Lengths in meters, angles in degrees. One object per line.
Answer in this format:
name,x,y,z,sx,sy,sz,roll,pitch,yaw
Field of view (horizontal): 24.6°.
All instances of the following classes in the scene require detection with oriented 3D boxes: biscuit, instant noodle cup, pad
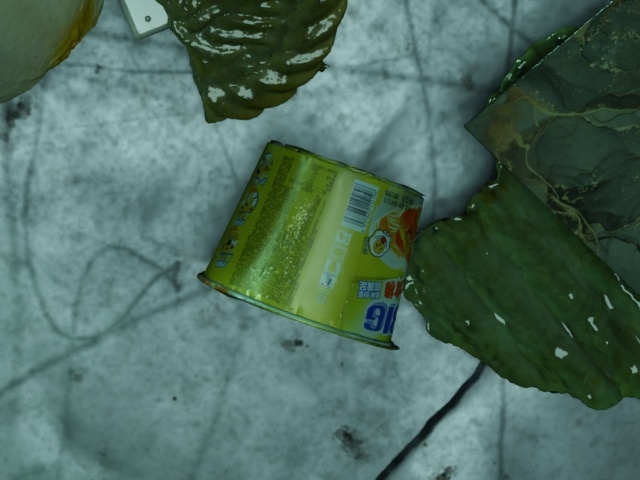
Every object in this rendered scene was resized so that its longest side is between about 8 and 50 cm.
biscuit,-0.070,-0.239,1.338,0.187,0.036,0.273,-19,120,12
instant noodle cup,0.000,0.000,1.374,0.205,0.205,0.153,18,93,-9
pad,0.347,-0.056,1.350,0.367,0.007,0.247,43,116,-11

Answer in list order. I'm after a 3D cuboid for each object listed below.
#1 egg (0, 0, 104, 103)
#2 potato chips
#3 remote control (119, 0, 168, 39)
egg,-0.329,-0.223,1.224,0.337,0.201,0.337,-15,142,-12
potato chips,0.300,-0.005,1.446,0.389,0.097,0.373,26,99,-8
remote control,-0.104,-0.263,1.389,0.190,0.029,0.087,-23,103,0
